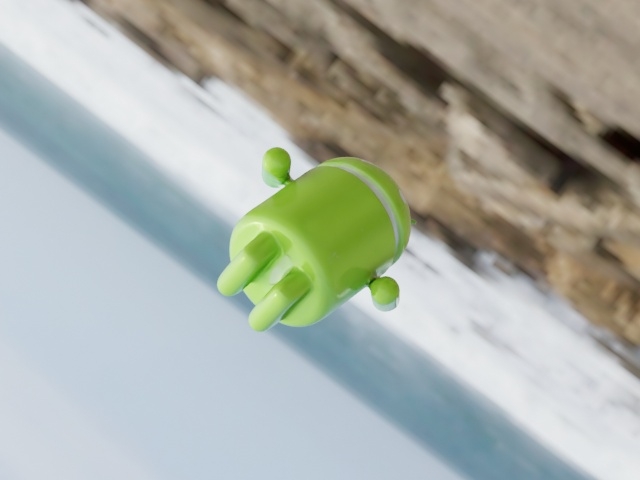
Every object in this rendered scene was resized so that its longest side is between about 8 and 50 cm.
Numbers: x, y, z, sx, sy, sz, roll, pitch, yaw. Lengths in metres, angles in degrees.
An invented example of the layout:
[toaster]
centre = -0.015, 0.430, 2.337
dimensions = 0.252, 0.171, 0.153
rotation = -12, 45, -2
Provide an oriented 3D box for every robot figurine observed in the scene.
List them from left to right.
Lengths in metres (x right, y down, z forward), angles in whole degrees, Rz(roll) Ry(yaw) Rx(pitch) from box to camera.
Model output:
[robot figurine]
centre = 0.000, 0.000, 0.981
dimensions = 0.101, 0.115, 0.067
rotation = 48, 140, 8
